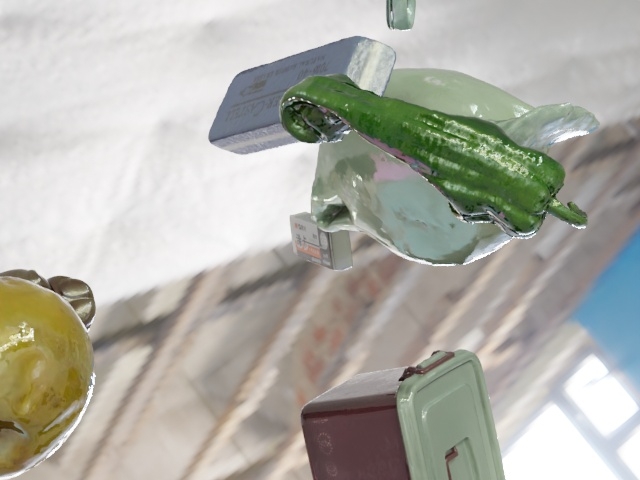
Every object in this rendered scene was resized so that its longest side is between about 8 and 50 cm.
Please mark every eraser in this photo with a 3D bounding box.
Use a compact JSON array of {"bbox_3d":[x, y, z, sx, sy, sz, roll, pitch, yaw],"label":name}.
[{"bbox_3d":[0.000,0.000,1.958,0.029,0.052,0.122,-12,14,-23],"label":"eraser"},{"bbox_3d":[-0.020,-0.130,1.530,0.225,0.036,0.082,-8,54,54],"label":"eraser"}]

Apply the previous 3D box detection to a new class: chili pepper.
[{"bbox_3d":[0.087,-0.069,1.298,0.074,0.257,0.100,-56,-19,-18],"label":"chili pepper"}]

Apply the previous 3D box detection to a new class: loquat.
[{"bbox_3d":[-0.358,0.139,1.802,0.244,0.244,0.244,-33,-20,-14],"label":"loquat"}]

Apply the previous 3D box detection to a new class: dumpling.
[{"bbox_3d":[0.129,-0.074,1.779,0.270,0.320,0.212,20,-88,-53],"label":"dumpling"}]

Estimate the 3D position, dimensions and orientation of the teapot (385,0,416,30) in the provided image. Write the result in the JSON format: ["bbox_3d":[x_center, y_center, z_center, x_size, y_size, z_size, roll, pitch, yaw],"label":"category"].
[{"bbox_3d":[0.097,-0.310,1.727,0.159,0.159,0.232,121,168,-45],"label":"teapot"}]

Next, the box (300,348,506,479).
[{"bbox_3d":[0.101,0.283,1.948,0.167,0.294,0.193,-9,7,32],"label":"box"}]

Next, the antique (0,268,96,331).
[{"bbox_3d":[-0.413,0.123,2.064,0.257,0.121,0.143,-29,-22,28],"label":"antique"}]
